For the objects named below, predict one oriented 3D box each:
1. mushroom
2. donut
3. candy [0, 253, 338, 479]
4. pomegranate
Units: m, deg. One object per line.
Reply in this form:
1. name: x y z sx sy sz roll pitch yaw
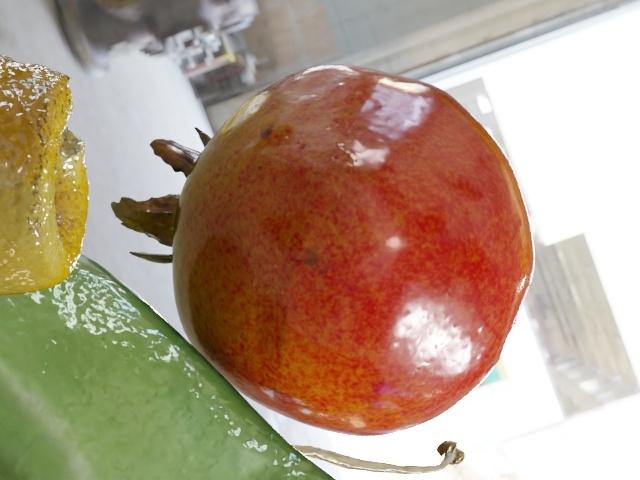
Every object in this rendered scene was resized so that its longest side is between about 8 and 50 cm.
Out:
1. mushroom: 0.028 0.197 1.141 0.286 0.026 0.028 6 30 -38
2. donut: -0.123 -0.021 0.526 0.108 0.043 0.097 96 -1 -71
3. candy: -0.067 0.148 0.661 0.343 0.132 0.142 40 -39 17
4. pomegranate: 0.000 0.000 0.762 0.221 0.256 0.221 12 90 -73
